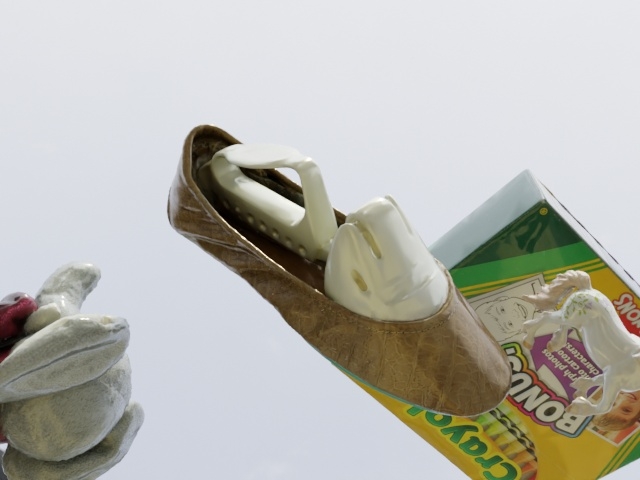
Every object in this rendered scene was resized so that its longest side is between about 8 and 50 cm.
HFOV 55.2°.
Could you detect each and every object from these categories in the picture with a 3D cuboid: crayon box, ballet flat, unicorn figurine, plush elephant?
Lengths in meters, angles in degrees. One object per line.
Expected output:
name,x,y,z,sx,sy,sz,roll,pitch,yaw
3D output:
crayon box,0.252,0.148,0.756,0.363,0.106,0.313,42,-66,-14
ballet flat,0.000,0.000,0.478,0.342,0.116,0.124,35,-42,30
unicorn figurine,0.240,0.093,0.504,0.162,0.060,0.111,51,-51,15
plush elephant,-0.282,0.103,0.527,0.256,0.330,0.271,-5,-36,-26
